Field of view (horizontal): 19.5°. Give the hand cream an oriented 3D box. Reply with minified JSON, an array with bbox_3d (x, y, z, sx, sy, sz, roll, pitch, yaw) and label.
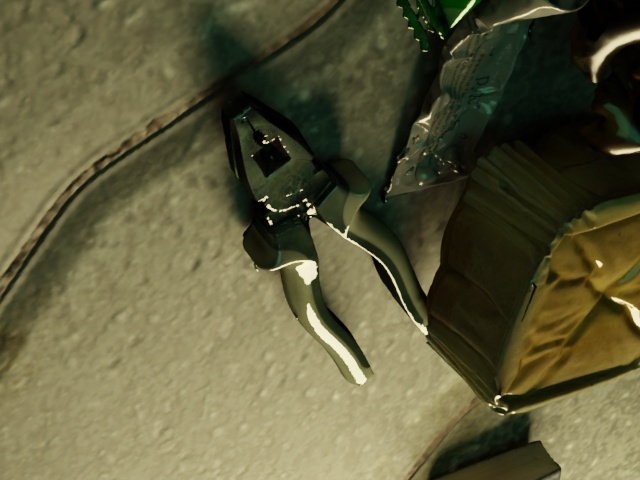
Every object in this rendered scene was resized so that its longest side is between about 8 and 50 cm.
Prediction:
[{"bbox_3d":[0.114,-0.114,1.214,0.084,0.050,0.257,-17,155,-32],"label":"hand cream"}]

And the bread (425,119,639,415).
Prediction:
[{"bbox_3d":[0.176,0.012,1.344,0.209,0.110,0.192,-17,134,-39],"label":"bread"}]

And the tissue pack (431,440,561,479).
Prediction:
[{"bbox_3d":[0.145,0.251,1.614,0.112,0.051,0.156,-19,138,-20],"label":"tissue pack"}]

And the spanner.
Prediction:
[{"bbox_3d":[0.000,0.000,1.257,0.095,0.040,0.325,-37,143,-4],"label":"spanner"}]

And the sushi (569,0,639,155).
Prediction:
[{"bbox_3d":[0.281,-0.149,1.231,0.213,0.204,0.200,-47,134,-58],"label":"sushi"}]

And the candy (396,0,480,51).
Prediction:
[{"bbox_3d":[0.105,-0.224,1.089,0.203,0.078,0.141,-43,126,-8],"label":"candy"}]
